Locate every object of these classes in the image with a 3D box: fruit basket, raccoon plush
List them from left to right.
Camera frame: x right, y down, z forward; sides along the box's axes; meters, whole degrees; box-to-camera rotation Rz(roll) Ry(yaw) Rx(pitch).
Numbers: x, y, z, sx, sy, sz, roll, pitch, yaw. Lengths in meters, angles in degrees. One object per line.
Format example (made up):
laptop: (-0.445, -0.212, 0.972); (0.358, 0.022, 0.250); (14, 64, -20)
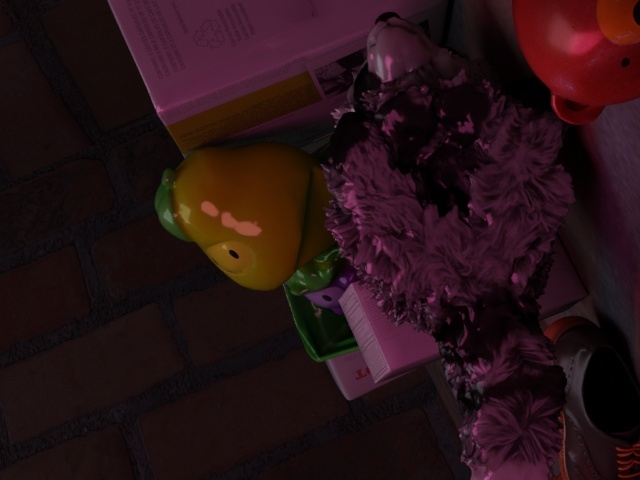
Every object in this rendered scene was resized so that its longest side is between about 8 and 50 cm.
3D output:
fruit basket: (0.000, 0.000, 1.431); (0.392, 0.392, 0.283); (95, 156, -85)
raccoon plush: (0.103, 0.006, 1.152); (0.299, 0.216, 0.446); (-100, 11, -82)

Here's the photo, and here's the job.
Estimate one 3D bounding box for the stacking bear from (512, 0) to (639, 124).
stacking bear: (0.114, -0.204, 0.633); (0.289, 0.175, 0.164); (59, 177, -14)

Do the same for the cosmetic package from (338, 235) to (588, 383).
cosmetic package: (0.148, 0.059, 1.238); (0.099, 0.239, 0.060); (67, 159, 14)

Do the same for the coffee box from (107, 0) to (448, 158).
coffee box: (-0.075, -0.309, 1.436); (0.334, 0.338, 0.338); (75, 172, -79)

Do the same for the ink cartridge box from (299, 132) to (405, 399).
ink cartridge box: (0.083, 0.022, 1.934); (0.160, 0.279, 0.385); (-122, 8, -69)

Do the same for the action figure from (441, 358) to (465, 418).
action figure: (0.174, 0.061, 1.635); (0.330, 0.178, 0.341); (54, 173, 32)

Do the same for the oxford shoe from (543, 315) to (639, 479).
oxford shoe: (0.299, 0.214, 1.231); (0.271, 0.097, 0.098); (67, 172, -12)

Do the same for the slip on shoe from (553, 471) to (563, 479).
slip on shoe: (0.343, 0.343, 1.542); (0.331, 0.123, 0.101); (59, -141, -70)
